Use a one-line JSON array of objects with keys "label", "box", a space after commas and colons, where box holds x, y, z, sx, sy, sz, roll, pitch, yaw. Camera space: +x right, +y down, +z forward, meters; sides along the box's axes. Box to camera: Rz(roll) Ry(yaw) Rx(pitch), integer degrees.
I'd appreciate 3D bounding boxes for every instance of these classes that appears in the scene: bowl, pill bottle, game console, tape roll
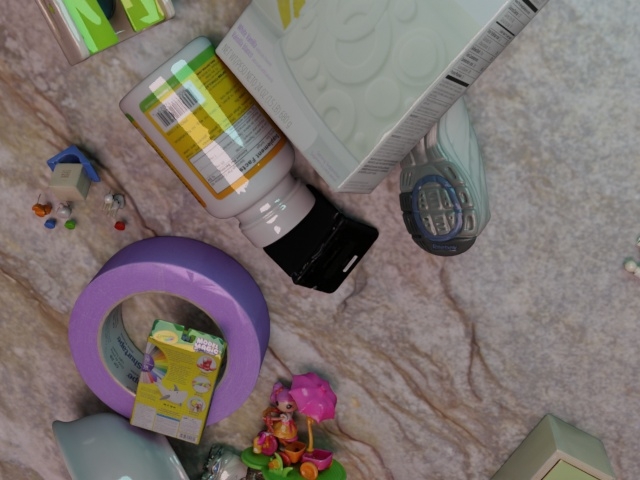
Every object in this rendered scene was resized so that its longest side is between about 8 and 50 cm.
[{"label": "bowl", "box": [-0.271, 0.369, 1.124, 0.134, 0.298, 0.298, -29, 112, -19]}, {"label": "pill bottle", "box": [-0.119, -0.114, 0.929, 0.136, 0.136, 0.246, -33, 107, 19]}, {"label": "game console", "box": [0.000, 0.000, 1.037, 0.107, 0.071, 0.122, 19, 120, -35]}, {"label": "tape roll", "box": [-0.214, 0.136, 1.080, 0.274, 0.090, 0.275, 2, 114, 5]}]

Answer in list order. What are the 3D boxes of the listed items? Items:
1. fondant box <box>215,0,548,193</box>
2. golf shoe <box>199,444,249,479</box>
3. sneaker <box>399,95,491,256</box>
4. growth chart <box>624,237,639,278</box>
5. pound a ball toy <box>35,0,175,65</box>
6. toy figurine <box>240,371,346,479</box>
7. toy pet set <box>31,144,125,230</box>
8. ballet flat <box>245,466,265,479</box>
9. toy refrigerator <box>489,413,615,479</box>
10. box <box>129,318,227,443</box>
[{"label": "fondant box", "box": [0.068, -0.248, 0.813, 0.330, 0.096, 0.238, -47, 70, 21]}, {"label": "golf shoe", "box": [-0.168, 0.417, 1.217, 0.086, 0.069, 0.176, 22, 116, -10]}, {"label": "sneaker", "box": [0.136, -0.132, 0.911, 0.111, 0.129, 0.297, -9, 94, 31]}, {"label": "growth chart", "box": [0.510, -0.018, 0.966, 0.171, 0.021, 0.237, 21, 116, -4]}, {"label": "pound a ball toy", "box": [-0.334, -0.351, 0.829, 0.208, 0.135, 0.319, -33, 111, -19]}, {"label": "toy figurine", "box": [-0.037, 0.273, 1.129, 0.173, 0.130, 0.159, 12, 103, 28]}, {"label": "toy pet set", "box": [-0.334, -0.071, 1.029, 0.122, 0.065, 0.114, 2, 149, 9]}, {"label": "ballet flat", "box": [-0.014, 0.427, 1.193, 0.250, 0.058, 0.084, 36, 107, -20]}, {"label": "toy refrigerator", "box": [0.315, 0.404, 1.139, 0.102, 0.094, 0.270, 29, 114, -6]}, {"label": "box", "box": [-0.194, 0.188, 1.030, 0.105, 0.043, 0.179, 17, 118, -1]}]
